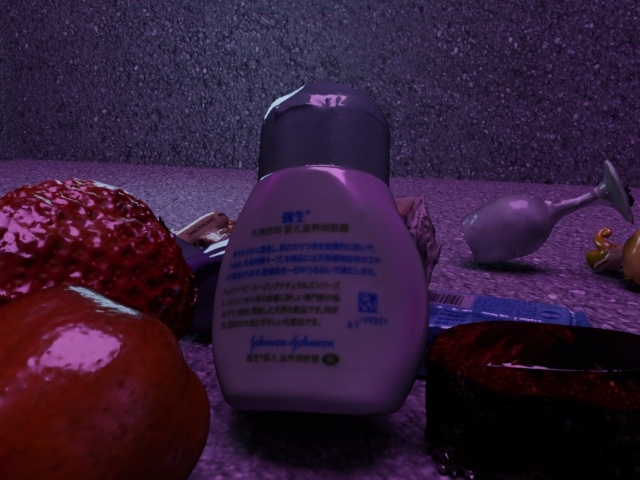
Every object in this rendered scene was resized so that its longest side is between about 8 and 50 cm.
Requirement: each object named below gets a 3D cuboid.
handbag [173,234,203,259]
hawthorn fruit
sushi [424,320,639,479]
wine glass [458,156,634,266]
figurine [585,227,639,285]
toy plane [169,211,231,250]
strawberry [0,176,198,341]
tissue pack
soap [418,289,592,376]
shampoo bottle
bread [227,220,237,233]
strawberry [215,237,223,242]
[{"bbox_3d":[-0.302,0.017,0.913,0.332,0.074,0.191,27,21,5],"label":"handbag"},{"bbox_3d":[-0.197,0.147,0.405,0.197,0.196,0.225,7,38,23],"label":"hawthorn fruit"},{"bbox_3d":[0.210,0.152,0.514,0.225,0.126,0.136,1,13,22],"label":"sushi"},{"bbox_3d":[0.453,-0.049,1.143,0.321,0.143,0.143,-19,5,23],"label":"wine glass"},{"bbox_3d":[0.627,0.031,1.093,0.156,0.131,0.246,-23,7,-17],"label":"figurine"},{"bbox_3d":[-0.262,-0.004,1.175,0.229,0.092,0.244,5,14,23],"label":"toy plane"},{"bbox_3d":[-0.282,0.055,0.594,0.238,0.250,0.288,44,2,14],"label":"strawberry"},{"bbox_3d":[-0.010,0.030,0.811,0.344,0.125,0.242,-12,9,20],"label":"tissue pack"},{"bbox_3d":[0.190,0.122,0.719,0.293,0.077,0.156,6,15,24],"label":"soap"},{"bbox_3d":[0.000,0.000,0.590,0.222,0.349,0.151,-5,-18,21],"label":"shampoo bottle"},{"bbox_3d":[-0.211,-0.036,1.460,0.110,0.024,0.110,0,12,0],"label":"bread"},{"bbox_3d":[-0.156,0.038,1.044,0.097,0.083,0.083,12,13,-1],"label":"strawberry"}]
